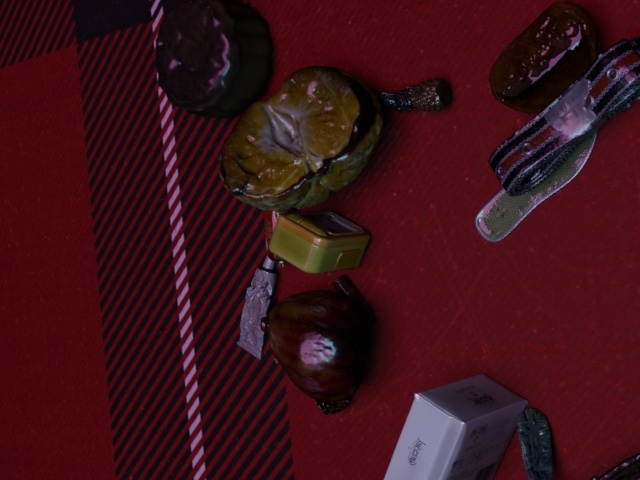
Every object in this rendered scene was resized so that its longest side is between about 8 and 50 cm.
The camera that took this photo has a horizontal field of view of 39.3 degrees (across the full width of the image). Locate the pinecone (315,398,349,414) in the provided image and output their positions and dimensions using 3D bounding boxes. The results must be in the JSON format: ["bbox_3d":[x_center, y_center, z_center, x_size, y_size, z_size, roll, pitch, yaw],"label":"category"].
[{"bbox_3d":[0.027,0.351,1.998,0.083,0.077,0.077,146,111,-73],"label":"pinecone"}]

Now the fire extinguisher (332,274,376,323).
[{"bbox_3d":[0.077,0.137,1.977,0.132,0.039,0.056,52,151,20],"label":"fire extinguisher"}]

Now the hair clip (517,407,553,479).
[{"bbox_3d":[0.417,0.427,1.701,0.036,0.066,0.229,107,166,-50],"label":"hair clip"}]

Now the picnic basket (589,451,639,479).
[{"bbox_3d":[0.590,0.490,1.590,0.297,0.129,0.223,-44,68,28],"label":"picnic basket"}]

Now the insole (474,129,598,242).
[{"bbox_3d":[0.420,-0.121,1.751,0.322,0.007,0.109,-49,66,25],"label":"insole"}]

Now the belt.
[{"bbox_3d":[0.460,-0.222,1.643,0.359,0.126,0.094,-44,67,26],"label":"belt"}]

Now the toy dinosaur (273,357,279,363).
[{"bbox_3d":[-0.042,0.253,2.067,0.180,0.037,0.058,-8,111,41],"label":"toy dinosaur"}]

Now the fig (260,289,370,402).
[{"bbox_3d":[0.001,0.216,1.921,0.224,0.224,0.263,-55,54,23],"label":"fig"}]

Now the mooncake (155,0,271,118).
[{"bbox_3d":[-0.261,-0.430,2.107,0.290,0.161,0.291,2,93,36],"label":"mooncake"}]

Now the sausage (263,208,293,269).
[{"bbox_3d":[-0.096,-0.065,2.066,0.083,0.083,0.264,-1,94,34],"label":"sausage"}]

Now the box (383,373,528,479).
[{"bbox_3d":[0.260,0.385,1.721,0.116,0.274,0.203,29,108,33],"label":"box"}]

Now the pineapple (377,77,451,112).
[{"bbox_3d":[0.191,-0.298,1.863,0.159,0.074,0.074,-1,92,39],"label":"pineapple"}]

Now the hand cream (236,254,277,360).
[{"bbox_3d":[-0.146,0.156,2.127,0.084,0.050,0.257,25,109,28],"label":"hand cream"}]

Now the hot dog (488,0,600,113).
[{"bbox_3d":[0.421,-0.339,1.682,0.227,0.099,0.161,-37,72,31],"label":"hot dog"}]

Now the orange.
[{"bbox_3d":[-0.034,-0.202,1.915,0.368,0.210,0.271,-34,64,4],"label":"orange"}]

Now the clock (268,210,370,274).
[{"bbox_3d":[0.000,0.000,1.923,0.143,0.202,0.096,27,107,29],"label":"clock"}]
